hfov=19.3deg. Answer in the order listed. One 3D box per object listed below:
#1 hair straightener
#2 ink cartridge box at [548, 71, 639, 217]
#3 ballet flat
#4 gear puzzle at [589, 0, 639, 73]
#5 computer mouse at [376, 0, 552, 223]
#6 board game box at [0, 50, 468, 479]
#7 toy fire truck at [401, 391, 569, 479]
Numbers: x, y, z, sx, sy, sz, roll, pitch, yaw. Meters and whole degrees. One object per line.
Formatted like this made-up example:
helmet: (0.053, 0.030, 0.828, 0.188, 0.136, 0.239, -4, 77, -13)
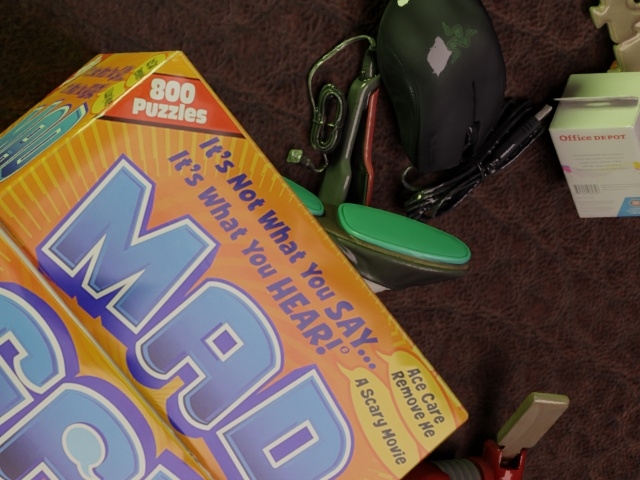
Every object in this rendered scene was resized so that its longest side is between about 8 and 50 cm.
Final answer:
hair straightener: (0.016, -0.087, 1.810, 0.089, 0.047, 0.230, -5, 117, -32)
ink cartridge box: (0.301, -0.105, 1.941, 0.090, 0.092, 0.143, -65, 143, -40)
ballet flat: (0.000, 0.000, 1.780, 0.280, 0.095, 0.096, 21, 113, -9)
gear puzzle: (0.358, -0.248, 1.959, 0.175, 0.044, 0.339, -27, 124, -7)
computer mouse: (0.138, -0.141, 1.823, 0.188, 0.072, 0.272, -40, 136, -16)
board game box: (-0.172, 0.096, 1.506, 0.356, 0.356, 0.356, -41, 104, -9)
toy fire truck: (0.158, 0.265, 2.049, 0.217, 0.158, 0.246, 4, 101, -35)
